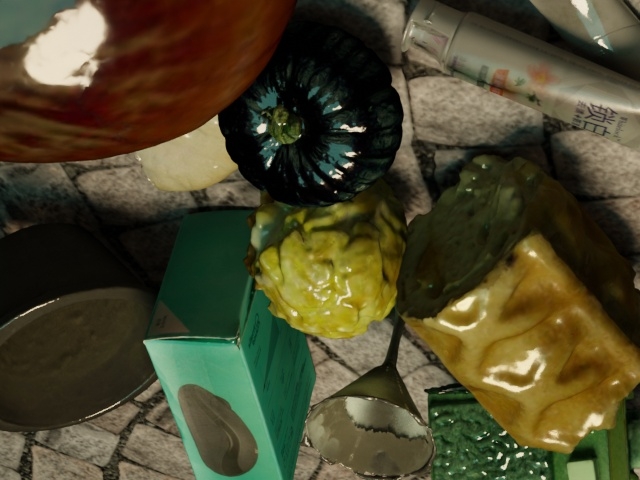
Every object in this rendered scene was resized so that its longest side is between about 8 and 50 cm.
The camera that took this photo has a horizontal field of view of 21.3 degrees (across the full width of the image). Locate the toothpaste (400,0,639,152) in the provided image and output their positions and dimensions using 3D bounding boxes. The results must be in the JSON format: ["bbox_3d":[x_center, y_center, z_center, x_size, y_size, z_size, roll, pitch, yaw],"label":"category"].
[{"bbox_3d":[0.235,-0.146,1.616,0.323,0.066,0.100,24,152,10],"label":"toothpaste"}]

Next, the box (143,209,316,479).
[{"bbox_3d":[-0.099,0.139,1.989,0.118,0.205,0.311,-1,137,12],"label":"box"}]

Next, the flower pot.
[{"bbox_3d":[-0.315,0.088,1.997,0.269,0.166,0.269,-21,146,-15],"label":"flower pot"}]

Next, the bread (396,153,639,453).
[{"bbox_3d":[0.217,0.061,1.778,0.196,0.238,0.252,-22,135,36],"label":"bread"}]

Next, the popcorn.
[{"bbox_3d":[0.000,0.000,1.831,0.212,0.198,0.198,35,141,13],"label":"popcorn"}]

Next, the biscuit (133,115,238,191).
[{"bbox_3d":[-0.156,-0.142,1.826,0.188,0.040,0.265,13,139,3],"label":"biscuit"}]

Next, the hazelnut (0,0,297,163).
[{"bbox_3d":[-0.194,-0.255,1.484,0.402,0.402,0.429,29,133,-12],"label":"hazelnut"}]

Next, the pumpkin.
[{"bbox_3d":[-0.011,-0.124,1.705,0.194,0.150,0.194,32,145,26],"label":"pumpkin"}]

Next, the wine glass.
[{"bbox_3d":[0.077,0.134,1.899,0.156,0.232,0.156,9,138,8],"label":"wine glass"}]

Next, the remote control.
[{"bbox_3d":[0.267,-0.189,1.614,0.073,0.044,0.229,-21,127,41],"label":"remote control"}]

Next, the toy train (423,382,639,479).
[{"bbox_3d":[0.252,0.232,1.951,0.272,0.159,0.188,-5,175,28],"label":"toy train"}]
